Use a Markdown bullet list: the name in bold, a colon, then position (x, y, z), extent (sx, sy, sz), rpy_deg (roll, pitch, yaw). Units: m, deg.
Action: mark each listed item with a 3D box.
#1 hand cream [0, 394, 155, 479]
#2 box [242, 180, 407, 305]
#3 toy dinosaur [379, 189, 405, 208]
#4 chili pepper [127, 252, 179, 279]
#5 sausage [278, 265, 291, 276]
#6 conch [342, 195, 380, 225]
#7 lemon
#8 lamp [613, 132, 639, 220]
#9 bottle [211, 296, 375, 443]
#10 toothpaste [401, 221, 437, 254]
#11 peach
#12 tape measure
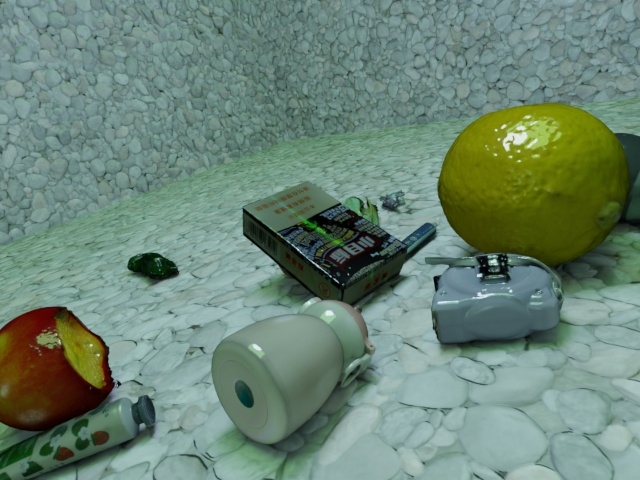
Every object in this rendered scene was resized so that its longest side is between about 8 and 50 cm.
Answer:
- **hand cream**: position (-0.376, 0.293, 0.669), extent (0.276, 0.059, 0.095), rpy_deg (-21, 17, -7)
- **box**: position (0.000, 0.000, 0.994), extent (0.198, 0.084, 0.310), rpy_deg (-27, 49, -36)
- **toy dinosaur**: position (0.223, -0.123, 1.438), extent (0.082, 0.039, 0.209), rpy_deg (-15, 8, 5)
- **chili pepper**: position (-0.486, 0.071, 1.360), extent (0.098, 0.061, 0.224), rpy_deg (-21, 17, -40)
- **sausage**: position (-0.008, -0.008, 1.176), extent (0.114, 0.113, 0.259), rpy_deg (-1, 23, 34)
- **conch**: position (0.124, -0.070, 1.327), extent (0.106, 0.079, 0.170), rpy_deg (-22, 35, -6)
- **lemon**: position (0.391, -0.106, 0.888), extent (0.336, 0.336, 0.336), rpy_deg (-12, 19, 4)
- **lamp**: position (0.657, -0.092, 0.946), extent (0.182, 0.182, 0.314), rpy_deg (-27, 55, -34)
- **bottle**: position (-0.021, 0.162, 0.668), extent (0.148, 0.147, 0.236), rpy_deg (4, 18, 42)
- **toothpaste**: position (0.221, 0.002, 1.105), extent (0.057, 0.034, 0.197), rpy_deg (0, 25, 48)
- **peach**: position (-0.429, 0.201, 0.759), extent (0.226, 0.189, 0.196), rpy_deg (-9, -5, 29)
- **tape measure**: position (0.269, 0.079, 0.746), extent (0.196, 0.105, 0.178), rpy_deg (-11, 19, 11)
